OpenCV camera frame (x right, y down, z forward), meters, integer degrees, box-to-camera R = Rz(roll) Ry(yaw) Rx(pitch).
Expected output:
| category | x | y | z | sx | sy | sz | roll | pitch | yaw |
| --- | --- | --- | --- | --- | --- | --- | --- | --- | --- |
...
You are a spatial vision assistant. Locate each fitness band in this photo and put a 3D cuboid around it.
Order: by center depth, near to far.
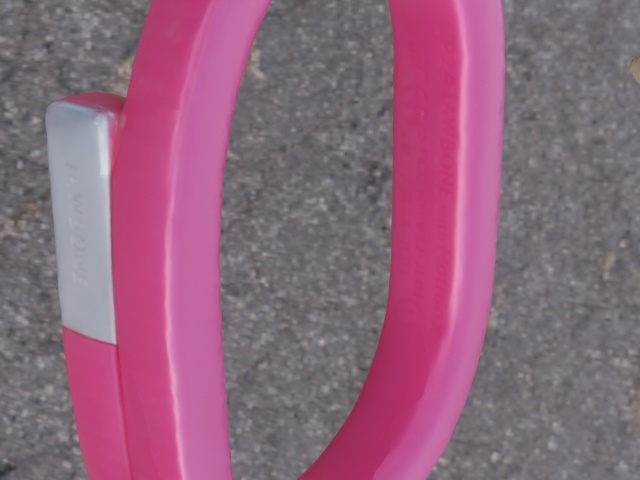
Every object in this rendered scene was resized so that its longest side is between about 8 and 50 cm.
| category | x | y | z | sx | sy | sz | roll | pitch | yaw |
| --- | --- | --- | --- | --- | --- | --- | --- | --- | --- |
| fitness band | 0.000 | 0.000 | 0.459 | 0.209 | 0.054 | 0.291 | -29 | 128 | -45 |

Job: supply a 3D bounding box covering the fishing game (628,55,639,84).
| category | x | y | z | sx | sy | sz | roll | pitch | yaw |
| --- | --- | --- | --- | --- | --- | --- | --- | --- | --- |
| fishing game | 0.133 | -0.070 | 0.148 | 0.041 | 0.189 | 0.264 | -21 | 150 | -28 |
